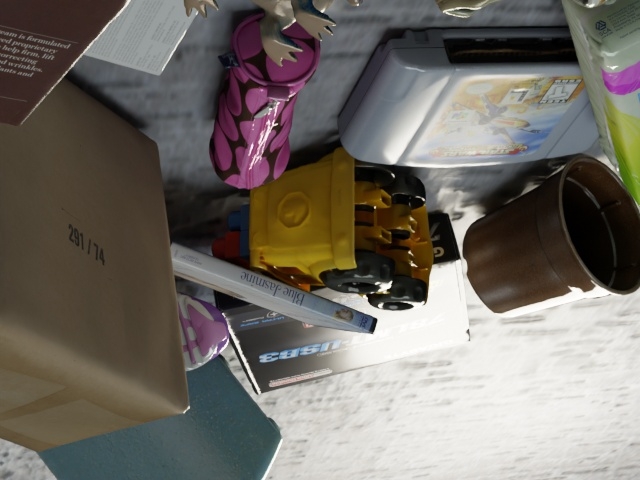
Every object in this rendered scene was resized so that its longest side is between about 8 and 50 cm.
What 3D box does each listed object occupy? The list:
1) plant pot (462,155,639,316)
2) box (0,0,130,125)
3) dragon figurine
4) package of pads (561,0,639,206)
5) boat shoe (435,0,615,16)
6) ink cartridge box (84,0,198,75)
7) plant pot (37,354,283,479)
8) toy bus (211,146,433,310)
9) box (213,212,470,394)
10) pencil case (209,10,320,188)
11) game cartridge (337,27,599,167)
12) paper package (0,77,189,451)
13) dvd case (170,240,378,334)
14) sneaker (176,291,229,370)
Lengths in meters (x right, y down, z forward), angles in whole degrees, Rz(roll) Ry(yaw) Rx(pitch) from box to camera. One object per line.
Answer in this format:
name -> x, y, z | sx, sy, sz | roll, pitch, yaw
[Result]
plant pot -> 0.265, 0.009, 2.030 | 0.165, 0.167, 0.167 | -25, 153, 39
box -> -0.256, -0.214, 1.283 | 0.168, 0.167, 0.203 | 11, 145, -35
dragon figurine -> -0.052, -0.242, 1.425 | 0.289, 0.144, 0.085 | 27, 139, -26
package of pads -> 0.366, -0.182, 1.666 | 0.229, 0.101, 0.296 | -29, 148, 0
boat shoe -> 0.231, -0.250, 1.495 | 0.302, 0.103, 0.113 | -6, 175, -6
ink cartridge box -> -0.195, -0.215, 1.491 | 0.179, 0.045, 0.145 | 17, 146, -17
plant pot -> -0.187, 0.272, 2.210 | 0.252, 0.247, 0.248 | -37, 177, -8
toy bus -> 0.000, 0.000, 1.911 | 0.211, 0.149, 0.220 | -9, 161, 24
box -> 0.032, 0.083, 2.168 | 0.296, 0.073, 0.293 | -13, 154, 1
pencil case -> -0.057, -0.125, 1.654 | 0.095, 0.098, 0.209 | -8, 155, -12
game cartridge -> 0.178, -0.143, 1.786 | 0.297, 0.062, 0.198 | -3, 149, -20
paper package -> -0.276, 0.004, 1.568 | 0.168, 0.309, 0.325 | -17, 155, 20
dvd case -> -0.082, 0.050, 1.912 | 0.253, 0.022, 0.180 | 21, 172, -22
sneaker -> -0.165, 0.105, 2.063 | 0.105, 0.095, 0.236 | -7, 178, -34
